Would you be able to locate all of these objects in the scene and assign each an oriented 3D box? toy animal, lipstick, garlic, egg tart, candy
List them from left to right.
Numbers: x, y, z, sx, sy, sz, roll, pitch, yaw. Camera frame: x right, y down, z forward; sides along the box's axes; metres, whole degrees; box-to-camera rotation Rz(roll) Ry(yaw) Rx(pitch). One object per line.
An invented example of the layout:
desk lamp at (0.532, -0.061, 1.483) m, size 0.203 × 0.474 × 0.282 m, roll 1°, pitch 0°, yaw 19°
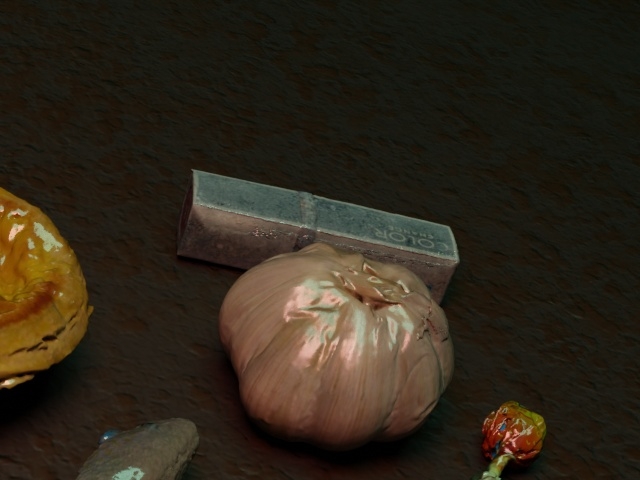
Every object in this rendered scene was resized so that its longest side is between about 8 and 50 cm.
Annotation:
egg tart at (-0.343, 0.048, 1.276) m, size 0.295 × 0.116 × 0.295 m, roll 15°, pitch 31°, yaw -9°
toy animal at (-0.190, 0.211, 1.168) m, size 0.253 × 0.070 × 0.079 m, roll -29°, pitch 19°, yaw -35°
lipstick at (0.000, 0.000, 1.557) m, size 0.290 × 0.076 × 0.077 m, roll 11°, pitch 32°, yaw -12°
garlic at (0.019, 0.087, 1.369) m, size 0.228 × 0.152 × 0.228 m, roll 8°, pitch 35°, yaw -5°
candy at (0.153, 0.218, 1.348) m, size 0.060 × 0.060 × 0.201 m, roll 25°, pitch 40°, yaw 9°
